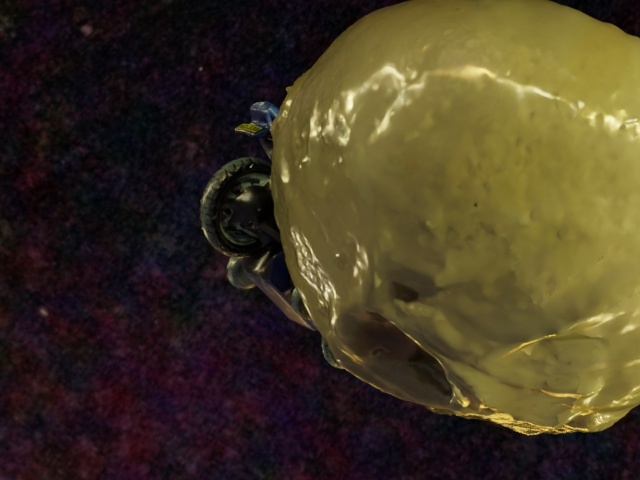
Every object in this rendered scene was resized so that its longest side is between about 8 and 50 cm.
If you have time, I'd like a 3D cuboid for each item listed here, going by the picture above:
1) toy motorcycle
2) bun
[{"bbox_3d":[0.000,0.000,0.837,0.113,0.169,0.315,21,158,44],"label":"toy motorcycle"},{"bbox_3d":[0.107,0.014,0.601,0.364,0.202,0.364,23,148,15],"label":"bun"}]
